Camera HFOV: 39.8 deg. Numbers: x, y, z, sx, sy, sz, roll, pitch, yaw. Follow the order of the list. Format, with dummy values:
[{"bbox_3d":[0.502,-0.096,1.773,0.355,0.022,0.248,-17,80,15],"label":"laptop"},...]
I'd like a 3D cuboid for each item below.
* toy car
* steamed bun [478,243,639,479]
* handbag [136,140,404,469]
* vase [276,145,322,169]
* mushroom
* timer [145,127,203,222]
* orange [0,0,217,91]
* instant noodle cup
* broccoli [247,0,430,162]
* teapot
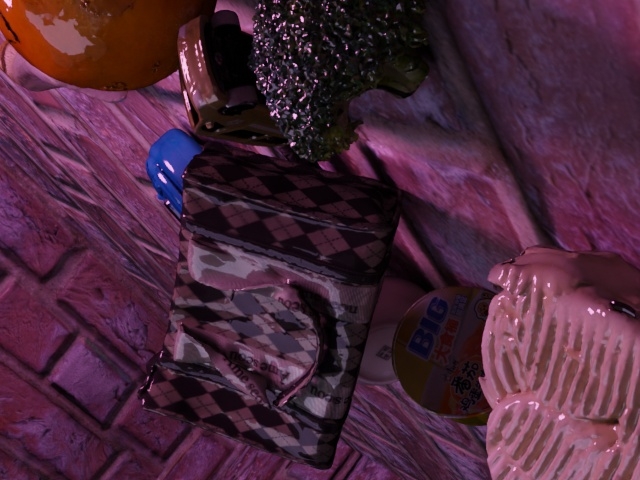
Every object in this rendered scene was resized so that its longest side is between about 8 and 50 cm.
[{"bbox_3d":[-0.087,-0.164,0.972,0.124,0.101,0.256,-18,171,26],"label":"toy car"},{"bbox_3d":[0.349,0.165,0.942,0.346,0.237,0.394,-36,72,45],"label":"steamed bun"},{"bbox_3d":[-0.083,0.097,1.245,0.316,0.416,0.180,13,-155,2],"label":"handbag"},{"bbox_3d":[-0.031,-0.122,1.260,0.059,0.059,0.167,20,155,45],"label":"vase"},{"bbox_3d":[-0.469,-0.305,1.566,0.328,0.122,0.159,15,143,53],"label":"mushroom"},{"bbox_3d":[-0.179,-0.040,1.578,0.340,0.115,0.309,49,173,-5],"label":"timer"},{"bbox_3d":[-0.234,-0.281,0.960,0.246,0.246,0.246,34,162,12],"label":"orange"},{"bbox_3d":[0.224,0.190,1.337,0.205,0.205,0.153,27,166,31],"label":"instant noodle cup"},{"bbox_3d":[0.036,-0.176,0.844,0.194,0.220,0.194,19,-172,-3],"label":"broccoli"},{"bbox_3d":[0.083,0.135,1.480,0.299,0.166,0.208,34,125,-18],"label":"teapot"}]
